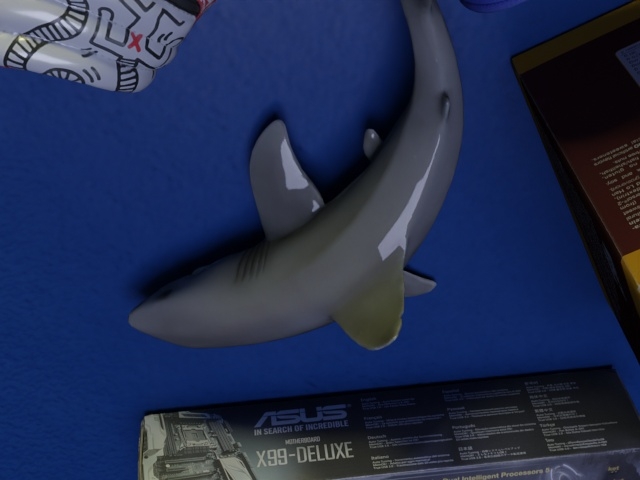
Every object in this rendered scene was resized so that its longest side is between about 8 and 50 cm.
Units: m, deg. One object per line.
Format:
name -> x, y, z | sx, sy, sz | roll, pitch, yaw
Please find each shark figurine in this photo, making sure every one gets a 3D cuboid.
shark figurine -> 0.025, -0.012, 0.500 | 0.166, 0.116, 0.278 | 15, 129, -19

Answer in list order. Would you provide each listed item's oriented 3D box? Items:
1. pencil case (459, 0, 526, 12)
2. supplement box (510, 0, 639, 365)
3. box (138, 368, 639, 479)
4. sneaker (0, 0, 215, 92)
pencil case -> 0.011, -0.213, 0.353 | 0.119, 0.133, 0.306 | -46, 120, 9
supplement box -> 0.202, 0.005, 0.489 | 0.129, 0.194, 0.191 | -24, 124, 11
box -> 0.047, 0.211, 0.690 | 0.307, 0.076, 0.242 | -6, 125, -3
sneaker -> -0.153, -0.158, 0.396 | 0.270, 0.090, 0.145 | 26, 116, -25
